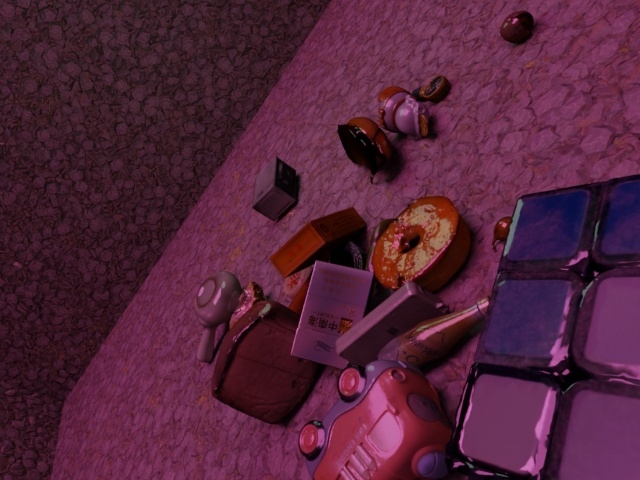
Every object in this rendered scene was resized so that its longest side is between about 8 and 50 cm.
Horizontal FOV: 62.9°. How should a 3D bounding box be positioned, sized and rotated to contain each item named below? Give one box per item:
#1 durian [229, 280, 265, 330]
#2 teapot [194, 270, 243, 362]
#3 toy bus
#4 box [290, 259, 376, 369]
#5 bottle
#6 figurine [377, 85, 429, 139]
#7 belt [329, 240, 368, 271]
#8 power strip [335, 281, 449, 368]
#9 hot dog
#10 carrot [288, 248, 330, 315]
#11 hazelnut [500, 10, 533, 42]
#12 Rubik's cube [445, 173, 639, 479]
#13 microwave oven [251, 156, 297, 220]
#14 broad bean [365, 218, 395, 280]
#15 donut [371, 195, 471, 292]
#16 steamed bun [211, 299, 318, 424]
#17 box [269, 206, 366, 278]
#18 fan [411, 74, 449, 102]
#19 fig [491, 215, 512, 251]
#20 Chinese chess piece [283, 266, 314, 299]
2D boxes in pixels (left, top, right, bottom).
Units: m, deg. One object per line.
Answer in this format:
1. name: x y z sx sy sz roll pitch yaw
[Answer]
1. durian: -0.245 0.248 1.800 0.224 0.079 0.140 -57 38 26
2. teapot: -0.395 0.266 1.939 0.318 0.149 0.220 -50 35 13
3. toy bus: 0.114 0.376 0.952 0.287 0.194 0.232 -54 35 7
4. box: 0.034 0.183 1.280 0.156 0.067 0.242 10 77 16
5. bottle: 0.234 0.191 1.051 0.270 0.083 0.083 -40 32 28
6. figurine: 0.245 -0.377 1.568 0.143 0.143 0.271 -47 29 20
7. belt: 0.086 0.080 1.426 0.121 0.079 0.151 -31 49 28
8. power strip: 0.153 0.192 1.144 0.270 0.118 0.046 -44 28 26
9. hot dog: 0.157 -0.296 1.631 0.107 0.194 0.326 -27 34 -3
10. carrot: -0.038 0.151 1.490 0.069 0.069 0.335 -104 34 -54
11. hazelnut: 0.516 -0.563 1.377 0.086 0.086 0.086 -40 32 32
12. Rubik's cube: 0.401 0.150 0.538 0.362 0.359 0.363 -12 50 57
13. microwave oven: -0.176 -0.204 2.089 0.163 0.129 0.204 -38 33 30
14. broad bean: 0.154 0.031 1.368 0.048 0.071 0.213 121 173 -70
15. donut: 0.229 0.014 1.209 0.253 0.118 0.253 -42 31 33
16. steamed bun: -0.145 0.308 1.403 0.301 0.252 0.199 -59 14 3
17. box: 0.000 0.000 1.477 0.174 0.076 0.274 -43 -10 28
18. fan: 0.334 -0.457 1.607 0.155 0.039 0.082 10 71 62
19. fig: 0.376 -0.013 1.078 0.050 0.050 0.083 -95 25 -49
20. Chinese chess piece: -0.064 0.129 1.642 0.122 0.051 0.122 -39 33 32
